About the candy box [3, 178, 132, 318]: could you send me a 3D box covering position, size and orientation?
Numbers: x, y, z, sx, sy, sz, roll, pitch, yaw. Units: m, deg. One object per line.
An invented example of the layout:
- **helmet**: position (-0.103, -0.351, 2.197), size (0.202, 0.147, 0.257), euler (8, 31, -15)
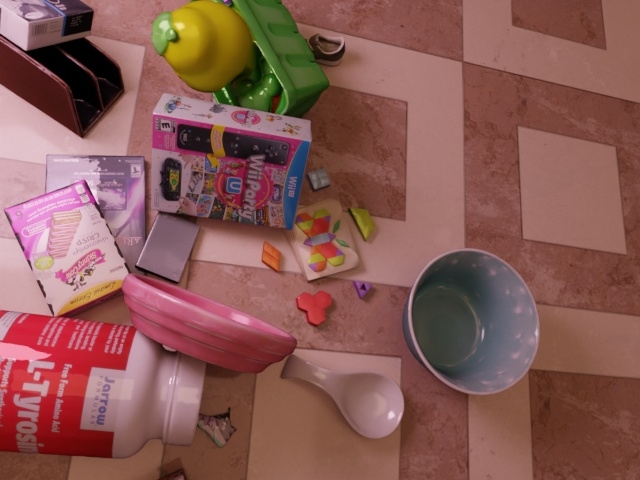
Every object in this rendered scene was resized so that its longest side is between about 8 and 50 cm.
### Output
- **candy box**: position (-0.484, 0.019, 1.038), size (0.159, 0.071, 0.233), euler (-27, 84, -21)

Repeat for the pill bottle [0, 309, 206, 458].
- **pill bottle**: position (-0.418, 0.255, 0.932), size (0.407, 0.229, 0.229), euler (9, 73, -13)

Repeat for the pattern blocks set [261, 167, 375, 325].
- **pattern blocks set**: position (0.000, 0.000, 1.230), size (0.285, 0.026, 0.325), euler (-31, 85, -21)

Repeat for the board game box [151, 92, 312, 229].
- **board game box**: position (-0.186, -0.156, 1.101), size (0.303, 0.224, 0.097), euler (8, 36, -8)

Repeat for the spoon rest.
- **spoon rest**: position (0.054, 0.321, 1.126), size (0.276, 0.084, 0.137), euler (25, 70, -7)

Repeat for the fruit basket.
- **fruit basket**: position (-0.205, -0.387, 1.139), size (0.392, 0.283, 0.392), euler (12, 63, -25)

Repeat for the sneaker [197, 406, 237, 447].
- **sneaker**: position (-0.210, 0.358, 1.068), size (0.098, 0.038, 0.069), euler (48, 66, -9)

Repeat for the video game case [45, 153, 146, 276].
- **video game case**: position (-0.468, -0.048, 1.113), size (0.196, 0.026, 0.274), euler (-2, 75, -16)

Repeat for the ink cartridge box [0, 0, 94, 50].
- **ink cartridge box**: position (-0.616, -0.483, 0.998), size (0.332, 0.065, 0.165), euler (33, 38, 3)

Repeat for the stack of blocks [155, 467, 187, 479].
- **stack of blocks**: position (-0.360, 0.512, 0.909), size (0.297, 0.171, 0.087), euler (-22, 82, -20)

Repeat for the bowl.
- **bowl**: position (0.309, 0.187, 1.193), size (0.311, 0.163, 0.311), euler (4, 73, -14)

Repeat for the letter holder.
- **letter holder**: position (-0.577, -0.391, 1.074), size (0.302, 0.214, 0.152), euler (34, 69, -4)

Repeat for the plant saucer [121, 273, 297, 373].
- **plant saucer**: position (-0.208, 0.157, 0.972), size (0.332, 0.332, 0.084), euler (24, 83, -8)

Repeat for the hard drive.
- **hard drive**: position (-0.321, 0.012, 1.124), size (0.094, 0.022, 0.135), euler (25, 64, -20)

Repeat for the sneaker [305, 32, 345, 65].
- **sneaker**: position (-0.028, -0.484, 1.324), size (0.192, 0.086, 0.064), euler (-3, 76, -16)
